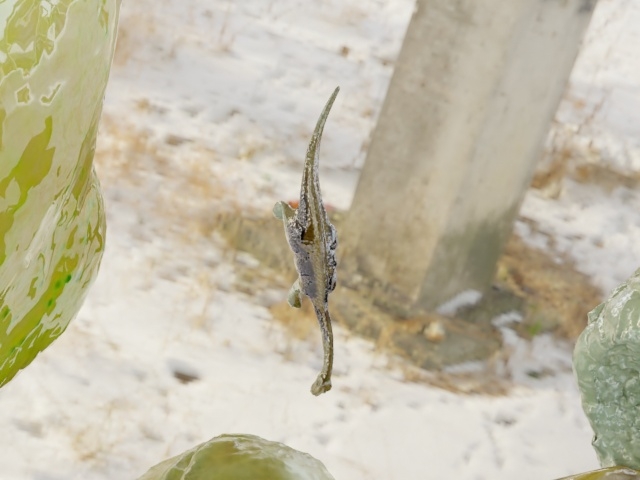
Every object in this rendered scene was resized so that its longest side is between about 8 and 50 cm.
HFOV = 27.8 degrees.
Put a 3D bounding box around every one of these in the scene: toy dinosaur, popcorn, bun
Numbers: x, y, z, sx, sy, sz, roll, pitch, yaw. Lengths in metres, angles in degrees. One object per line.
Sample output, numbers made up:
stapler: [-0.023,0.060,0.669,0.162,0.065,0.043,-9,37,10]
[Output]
toy dinosaur: [-0.005,0.001,0.777,0.037,0.180,0.058,-7,3,-25]
popcorn: [-0.076,0.247,1.030,0.221,0.183,0.204,-13,0,43]
bun: [0.251,0.094,0.904,0.126,0.212,0.204,25,1,36]

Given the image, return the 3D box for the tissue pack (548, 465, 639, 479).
tissue pack: [0.079,0.241,0.794,0.192,0.271,0.134,-22,82,-33]

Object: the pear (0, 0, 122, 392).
pear: [-0.245,-0.061,0.457,0.391,0.391,0.391,15,21,-6]
